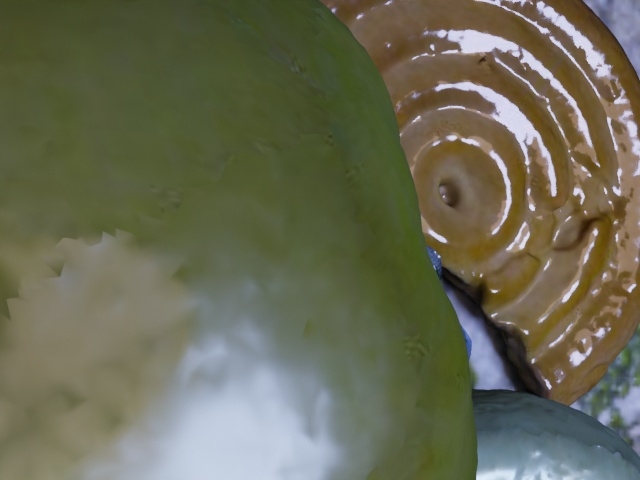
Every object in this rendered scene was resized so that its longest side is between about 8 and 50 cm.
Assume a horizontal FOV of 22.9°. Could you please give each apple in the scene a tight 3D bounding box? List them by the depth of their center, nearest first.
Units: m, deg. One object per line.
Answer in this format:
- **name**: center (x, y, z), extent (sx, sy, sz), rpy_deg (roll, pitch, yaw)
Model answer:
- **apple**: center (-0.090, 0.038, 0.473), extent (0.254, 0.292, 0.292), rpy_deg (-15, 94, 0)

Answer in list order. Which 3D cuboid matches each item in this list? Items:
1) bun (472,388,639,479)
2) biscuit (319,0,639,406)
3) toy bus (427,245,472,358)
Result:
- **bun**: center (0.058, 0.154, 0.625), extent (0.195, 0.118, 0.195), rpy_deg (0, 91, -17)
- **biscuit**: center (0.084, -0.043, 0.689), extent (0.144, 0.033, 0.224), rpy_deg (-38, 103, -19)
- **toy bus**: center (0.000, 0.000, 0.637), extent (0.153, 0.061, 0.051), rpy_deg (55, 27, -12)
